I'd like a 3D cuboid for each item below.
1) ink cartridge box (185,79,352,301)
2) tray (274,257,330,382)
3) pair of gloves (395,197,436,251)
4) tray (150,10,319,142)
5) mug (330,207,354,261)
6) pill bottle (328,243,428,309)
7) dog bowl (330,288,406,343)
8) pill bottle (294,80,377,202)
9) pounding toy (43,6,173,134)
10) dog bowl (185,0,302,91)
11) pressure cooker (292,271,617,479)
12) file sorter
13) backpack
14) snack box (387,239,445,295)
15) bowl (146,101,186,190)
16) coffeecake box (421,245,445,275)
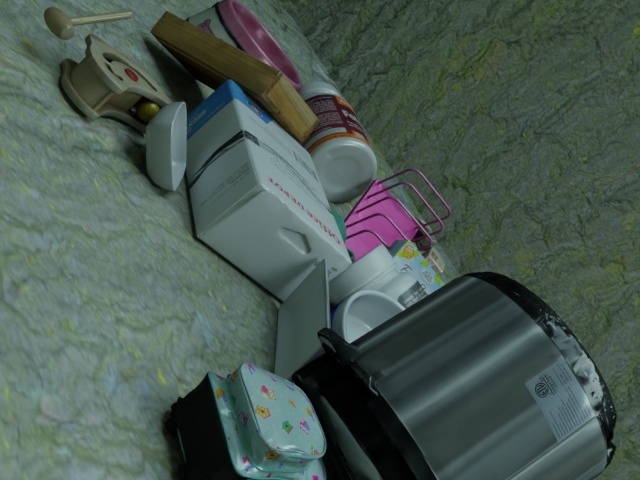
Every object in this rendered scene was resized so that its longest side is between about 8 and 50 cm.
[{"bbox_3d":[-0.121,-0.101,1.485,0.285,0.166,0.395,41,19,-38],"label":"ink cartridge box"},{"bbox_3d":[-0.024,0.147,1.274,0.030,0.145,0.270,37,20,-17],"label":"tray"},{"bbox_3d":[0.233,-0.024,2.261,0.204,0.240,0.042,42,52,-8],"label":"pair of gloves"},{"bbox_3d":[-0.204,-0.382,1.698,0.411,0.076,0.203,36,-4,33],"label":"tray"},{"bbox_3d":[-0.004,-0.009,1.660,0.097,0.158,0.129,-34,127,-65],"label":"mug"},{"bbox_3d":[0.173,0.200,1.630,0.361,0.204,0.204,55,15,3],"label":"pill bottle"},{"bbox_3d":[0.104,0.234,1.403,0.265,0.104,0.264,30,41,-30],"label":"dog bowl"},{"bbox_3d":[0.020,-0.315,2.247,0.224,0.224,0.392,41,20,-38],"label":"pill bottle"},{"bbox_3d":[-0.346,-0.294,1.264,0.269,0.155,0.154,29,24,-57],"label":"pounding toy"},{"bbox_3d":[-0.217,-0.557,2.222,0.408,0.150,0.408,48,17,-20],"label":"dog bowl"},{"bbox_3d":[0.166,0.283,1.088,0.370,0.420,0.375,48,-18,37],"label":"pressure cooker"},{"bbox_3d":[0.202,-0.031,2.001,0.202,0.182,0.290,49,53,-16],"label":"file sorter"},{"bbox_3d":[-0.076,0.253,0.913,0.188,0.144,0.166,41,14,-47],"label":"backpack"},{"bbox_3d":[0.212,0.129,1.822,0.207,0.174,0.070,51,-23,-19],"label":"snack box"},{"bbox_3d":[-0.276,-0.172,1.308,0.142,0.053,0.142,-86,-179,-63],"label":"bowl"},{"bbox_3d":[0.272,0.105,2.154,0.068,0.185,0.142,54,15,0],"label":"coffeecake box"}]
